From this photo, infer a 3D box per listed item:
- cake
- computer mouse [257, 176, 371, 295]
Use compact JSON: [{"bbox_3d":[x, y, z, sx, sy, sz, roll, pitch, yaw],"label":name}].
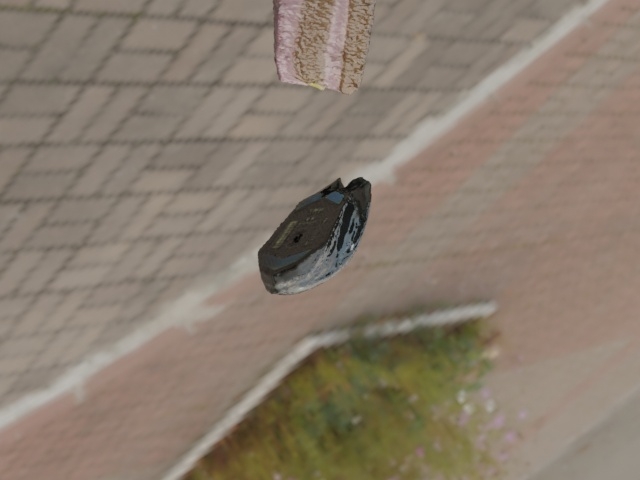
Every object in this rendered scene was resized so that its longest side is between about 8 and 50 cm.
[{"bbox_3d":[0.003,-0.240,1.704,0.115,0.113,0.295,1,174,0],"label":"cake"},{"bbox_3d":[0.000,0.000,1.242,0.079,0.047,0.135,-5,-138,43],"label":"computer mouse"}]
